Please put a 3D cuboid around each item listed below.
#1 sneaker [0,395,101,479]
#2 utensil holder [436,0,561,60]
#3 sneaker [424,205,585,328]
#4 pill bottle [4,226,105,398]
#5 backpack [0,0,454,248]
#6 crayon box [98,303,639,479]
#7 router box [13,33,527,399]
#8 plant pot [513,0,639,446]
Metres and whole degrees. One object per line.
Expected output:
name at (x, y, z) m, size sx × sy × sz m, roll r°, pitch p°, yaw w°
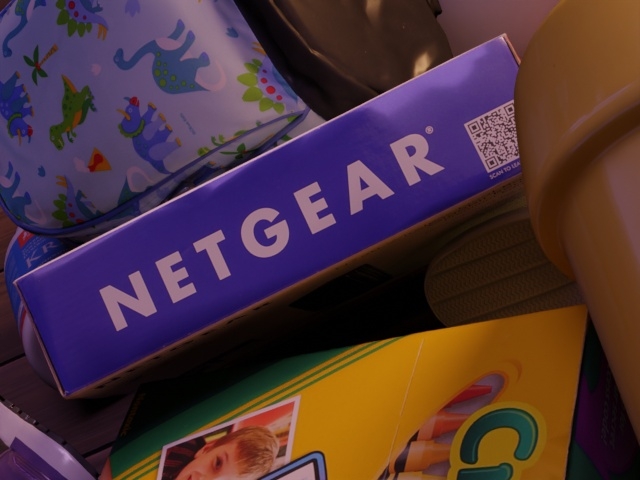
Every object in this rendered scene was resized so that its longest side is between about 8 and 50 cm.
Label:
sneaker at (-0.273, 0.186, 1.013) m, size 0.124 × 0.107 × 0.283 m, roll -48°, pitch 33°, yaw -18°
utensil holder at (0.140, -0.278, 1.140) m, size 0.386 × 0.327 × 0.327 m, roll -2°, pitch 39°, yaw 38°
sneaker at (0.195, 0.000, 0.848) m, size 0.258 × 0.094 × 0.091 m, roll -15°, pitch 13°, yaw 16°
pill bottle at (-0.218, 0.040, 1.166) m, size 0.124 × 0.124 × 0.221 m, roll -33°, pitch 29°, yaw -6°
backpack at (-0.116, -0.136, 1.030) m, size 0.273 × 0.290 × 0.355 m, roll -23°, pitch -6°, yaw -39°
crayon box at (-0.008, 0.217, 0.673) m, size 0.313 × 0.106 × 0.363 m, roll -14°, pitch 38°, yaw 31°
router box at (0.000, 0.000, 0.904) m, size 0.336 × 0.082 × 0.301 m, roll -26°, pitch -8°, yaw 7°
plant pot at (0.225, 0.012, 0.596) m, size 0.254 × 0.254 × 0.239 m, roll -16°, pitch 57°, yaw 25°
